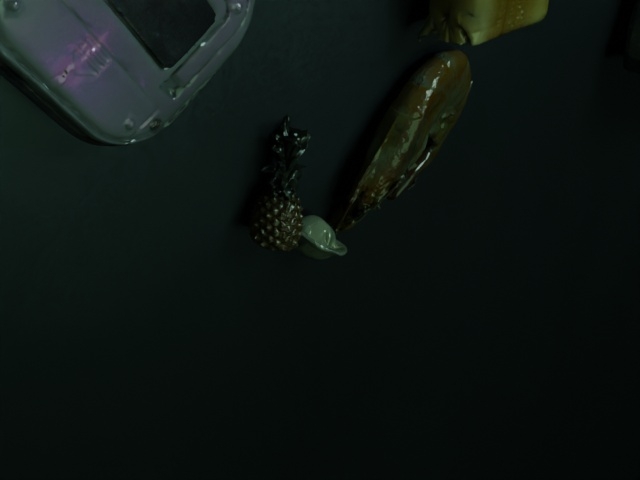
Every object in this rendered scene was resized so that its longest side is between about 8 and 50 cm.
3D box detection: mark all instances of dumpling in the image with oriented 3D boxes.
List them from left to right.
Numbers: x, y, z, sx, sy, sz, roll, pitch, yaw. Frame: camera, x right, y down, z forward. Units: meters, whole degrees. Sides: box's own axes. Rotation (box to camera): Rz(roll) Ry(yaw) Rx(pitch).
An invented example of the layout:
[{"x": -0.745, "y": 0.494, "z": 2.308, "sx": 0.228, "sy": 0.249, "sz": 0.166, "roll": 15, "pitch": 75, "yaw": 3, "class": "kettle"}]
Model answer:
[{"x": -0.001, "y": 0.001, "z": 0.898, "sx": 0.043, "sy": 0.059, "sz": 0.077, "roll": -51, "pitch": 142, "yaw": -13, "class": "dumpling"}]

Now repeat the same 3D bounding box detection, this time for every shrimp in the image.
[{"x": 0.091, "y": -0.099, "z": 0.930, "sx": 0.236, "sy": 0.053, "sz": 0.133, "roll": -58, "pitch": 162, "yaw": 4, "class": "shrimp"}]

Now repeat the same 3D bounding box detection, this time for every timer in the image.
[{"x": -0.144, "y": -0.172, "z": 0.605, "sx": 0.190, "sy": 0.069, "sz": 0.208, "roll": -50, "pitch": 141, "yaw": -5, "class": "timer"}]

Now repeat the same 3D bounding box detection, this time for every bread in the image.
[{"x": 0.158, "y": -0.273, "z": 0.808, "sx": 0.134, "sy": 0.085, "sz": 0.173, "roll": -23, "pitch": 136, "yaw": -27, "class": "bread"}]

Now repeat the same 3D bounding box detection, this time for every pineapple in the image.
[{"x": -0.032, "y": -0.052, "z": 0.826, "sx": 0.058, "sy": 0.058, "sz": 0.124, "roll": -9, "pitch": 126, "yaw": -41, "class": "pineapple"}]

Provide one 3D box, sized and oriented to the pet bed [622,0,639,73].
[{"x": 0.500, "y": -0.273, "z": 1.052, "sx": 0.183, "sy": 0.211, "sz": 0.159, "roll": -15, "pitch": 120, "yaw": -36, "class": "pet bed"}]
